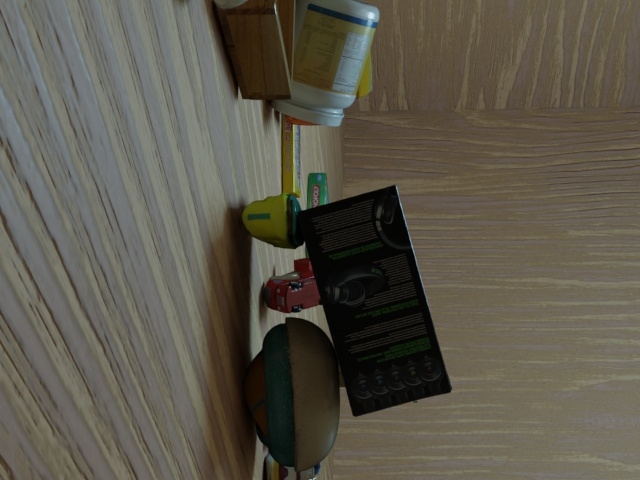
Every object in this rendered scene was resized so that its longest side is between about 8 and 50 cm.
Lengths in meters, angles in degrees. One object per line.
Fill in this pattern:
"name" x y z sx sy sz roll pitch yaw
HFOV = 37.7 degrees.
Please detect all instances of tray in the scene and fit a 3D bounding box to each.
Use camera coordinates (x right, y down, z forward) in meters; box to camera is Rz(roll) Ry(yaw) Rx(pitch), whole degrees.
"tray" -0.074 -0.410 1.201 0.203 0.076 0.410 80 11 -68

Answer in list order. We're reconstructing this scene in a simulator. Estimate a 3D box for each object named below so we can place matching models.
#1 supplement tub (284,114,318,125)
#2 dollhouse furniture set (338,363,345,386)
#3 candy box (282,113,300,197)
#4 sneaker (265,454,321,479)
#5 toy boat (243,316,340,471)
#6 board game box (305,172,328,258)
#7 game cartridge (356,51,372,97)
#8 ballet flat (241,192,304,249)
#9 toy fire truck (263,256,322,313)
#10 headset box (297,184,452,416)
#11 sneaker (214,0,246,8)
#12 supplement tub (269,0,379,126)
"supplement tub" -0.017 -0.304 1.660 0.117 0.117 0.190 31 58 -85
"dollhouse furniture set" -0.020 0.254 1.526 0.151 0.123 0.144 63 27 -81
"candy box" -0.054 -0.186 1.766 0.105 0.027 0.205 14 75 -82
"sneaker" -0.039 0.365 1.524 0.185 0.084 0.069 -9 99 -86
"toy boat" -0.045 0.259 1.234 0.267 0.148 0.318 92 -7 -54
"board game box" 0.000 0.000 2.372 0.317 0.046 0.213 82 9 -62
"game cartridge" 0.016 -0.459 1.847 0.285 0.053 0.323 63 -1 14
"ballet flat" -0.065 -0.027 1.255 0.231 0.077 0.077 48 37 -87
"toy fire truck" -0.034 0.070 1.524 0.192 0.135 0.047 -12 105 -46
"headset box" 0.071 0.081 1.248 0.246 0.131 0.282 -13 87 -88
"sneaker" -0.097 -0.364 0.904 0.118 0.107 0.278 -171 -97 -75
"supplement tub" 0.002 -0.297 1.515 0.144 0.144 0.199 -76 -177 -74
